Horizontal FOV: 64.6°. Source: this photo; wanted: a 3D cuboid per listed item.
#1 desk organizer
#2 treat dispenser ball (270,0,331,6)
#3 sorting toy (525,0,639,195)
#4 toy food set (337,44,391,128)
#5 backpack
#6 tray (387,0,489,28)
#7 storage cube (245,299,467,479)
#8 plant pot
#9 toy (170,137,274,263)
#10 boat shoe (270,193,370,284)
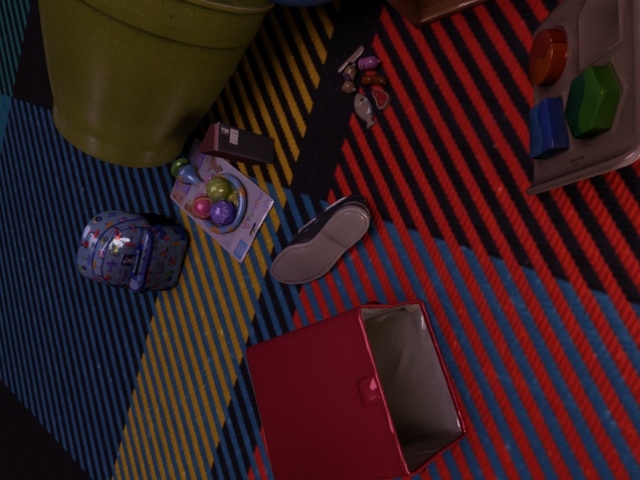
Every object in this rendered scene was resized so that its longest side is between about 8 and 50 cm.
[{"bbox_3d":[-0.141,-0.160,0.855,0.050,0.130,0.047,1,88,37],"label":"desk organizer"},{"bbox_3d":[-0.029,-0.484,0.703,0.287,0.288,0.289,-3,85,35],"label":"treat dispenser ball"},{"bbox_3d":[0.268,-0.175,0.488,0.041,0.307,0.229,5,87,0],"label":"sorting toy"},{"bbox_3d":[0.069,-0.243,0.781,0.078,0.019,0.122,-40,66,26],"label":"toy food set"},{"bbox_3d":[-0.364,0.023,0.972,0.116,0.173,0.158,26,101,33],"label":"backpack"},{"bbox_3d":[0.249,-0.375,0.553,0.410,0.202,0.076,-9,81,34],"label":"tray"},{"bbox_3d":[0.046,0.201,0.666,0.193,0.183,0.215,-25,73,32],"label":"storage cube"},{"bbox_3d":[-0.310,-0.331,0.873,0.367,0.366,0.353,52,131,26],"label":"plant pot"},{"bbox_3d":[-0.205,-0.080,0.940,0.237,0.056,0.137,40,110,30],"label":"toy"},{"bbox_3d":[0.000,0.000,0.802,0.206,0.075,0.065,-39,23,32],"label":"boat shoe"}]
